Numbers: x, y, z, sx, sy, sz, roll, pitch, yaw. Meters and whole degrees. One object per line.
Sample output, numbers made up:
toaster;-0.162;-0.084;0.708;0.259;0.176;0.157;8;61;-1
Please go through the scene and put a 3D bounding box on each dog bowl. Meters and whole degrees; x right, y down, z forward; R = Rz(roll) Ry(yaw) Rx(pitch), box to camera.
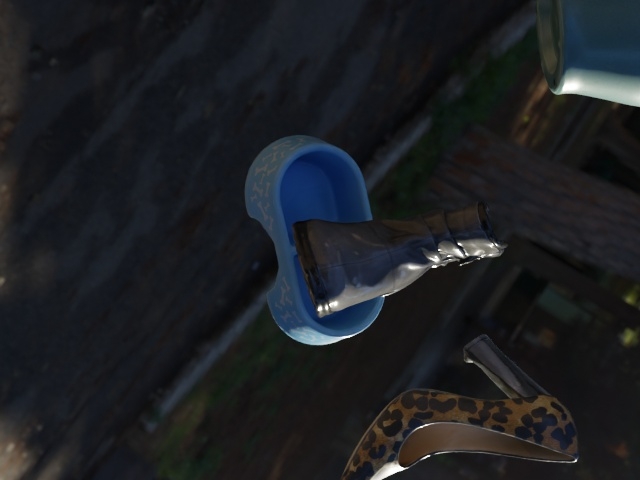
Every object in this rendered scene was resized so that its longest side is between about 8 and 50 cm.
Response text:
dog bowl;0.000;0.000;1.676;0.165;0.297;0.074;-15;-174;-23

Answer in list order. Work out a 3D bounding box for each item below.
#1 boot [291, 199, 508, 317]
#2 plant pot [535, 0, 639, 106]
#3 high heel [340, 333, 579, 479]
boot;0.102;0.002;1.459;0.222;0.118;0.338;-15;-179;13
plant pot;0.420;-0.296;1.590;0.271;0.255;0.272;-5;90;-89
high heel;0.162;0.249;1.414;0.261;0.186;0.093;-40;150;-8
